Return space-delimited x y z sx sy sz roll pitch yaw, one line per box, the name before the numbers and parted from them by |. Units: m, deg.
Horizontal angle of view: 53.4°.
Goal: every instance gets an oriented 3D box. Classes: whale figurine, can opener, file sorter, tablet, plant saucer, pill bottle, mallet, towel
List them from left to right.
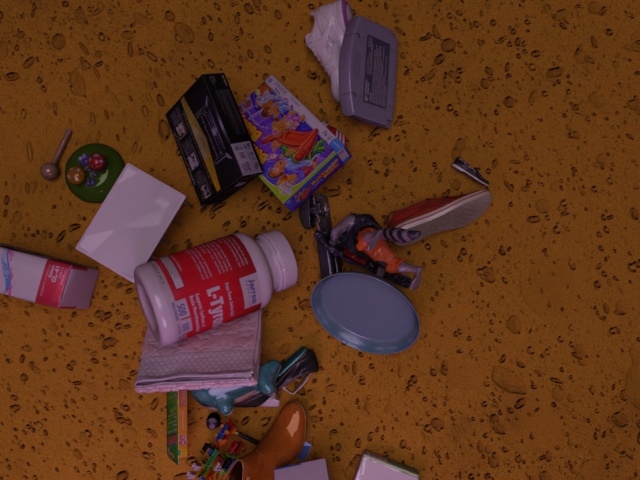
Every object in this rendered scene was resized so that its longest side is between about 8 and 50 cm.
file sorter | -0.521 -0.043 1.832 0.193 0.173 0.277 30 86 4
towel | -0.330 0.281 1.762 0.332 0.317 0.053 -4 125 0
pill bottle | -0.280 0.113 1.745 0.408 0.229 0.229 -20 85 -24
whale figurine | -0.247 0.373 1.765 0.272 0.141 0.216 -7 50 27
mallet | -0.247 0.556 1.853 0.190 0.062 0.039 28 87 -12
tablet | -0.072 0.603 1.857 0.083 0.006 0.054 26 86 4
can opener | 0.000 0.000 1.886 0.095 0.076 0.283 -10 85 32
plant saucer | 0.127 0.196 1.776 0.318 0.317 0.043 27 46 3

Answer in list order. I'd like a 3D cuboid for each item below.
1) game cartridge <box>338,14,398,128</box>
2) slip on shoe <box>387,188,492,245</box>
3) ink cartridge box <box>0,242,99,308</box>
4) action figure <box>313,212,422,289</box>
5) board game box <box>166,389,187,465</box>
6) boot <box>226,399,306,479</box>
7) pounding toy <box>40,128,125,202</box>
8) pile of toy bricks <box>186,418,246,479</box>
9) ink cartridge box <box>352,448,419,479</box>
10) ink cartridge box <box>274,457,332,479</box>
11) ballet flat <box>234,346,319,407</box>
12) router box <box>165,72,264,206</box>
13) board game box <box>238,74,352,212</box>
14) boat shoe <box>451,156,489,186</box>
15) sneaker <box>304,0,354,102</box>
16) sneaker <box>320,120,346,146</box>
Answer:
game cartridge | 0.140 -0.492 1.866 0.198 0.062 0.297 8 84 -37
slip on shoe | 0.347 -0.086 1.860 0.331 0.123 0.101 -20 53 -6
ink cartridge box | -0.821 0.097 1.799 0.306 0.226 0.131 16 85 1
action figure | 0.175 0.019 1.769 0.341 0.330 0.178 27 96 -28
board game box | -0.410 0.496 1.812 0.039 0.124 0.259 4 84 -27
boot | -0.151 0.588 1.752 0.104 0.211 0.295 17 88 33
pounding toy | -0.706 -0.220 1.881 0.237 0.110 0.182 26 86 2
pile of toy bricks | -0.270 0.621 1.798 0.118 0.105 0.212 40 99 43
ink cartridge box | 0.163 0.744 1.818 0.171 0.056 0.235 20 89 3
ink cartridge box | -0.035 0.708 1.757 0.148 0.086 0.203 -12 126 0
ballet flat | -0.123 0.421 1.833 0.280 0.095 0.096 -34 100 -2
router box | -0.309 -0.283 1.822 0.081 0.243 0.308 -18 84 -42
board game box | -0.110 -0.283 1.829 0.233 0.078 0.347 -44 65 2
boat shoe | 0.453 -0.205 1.899 0.125 0.046 0.038 33 91 11
sneaker | 0.034 -0.562 1.918 0.152 0.114 0.305 -4 88 24
sneaker | 0.004 -0.236 1.887 0.128 0.087 0.221 29 87 4
